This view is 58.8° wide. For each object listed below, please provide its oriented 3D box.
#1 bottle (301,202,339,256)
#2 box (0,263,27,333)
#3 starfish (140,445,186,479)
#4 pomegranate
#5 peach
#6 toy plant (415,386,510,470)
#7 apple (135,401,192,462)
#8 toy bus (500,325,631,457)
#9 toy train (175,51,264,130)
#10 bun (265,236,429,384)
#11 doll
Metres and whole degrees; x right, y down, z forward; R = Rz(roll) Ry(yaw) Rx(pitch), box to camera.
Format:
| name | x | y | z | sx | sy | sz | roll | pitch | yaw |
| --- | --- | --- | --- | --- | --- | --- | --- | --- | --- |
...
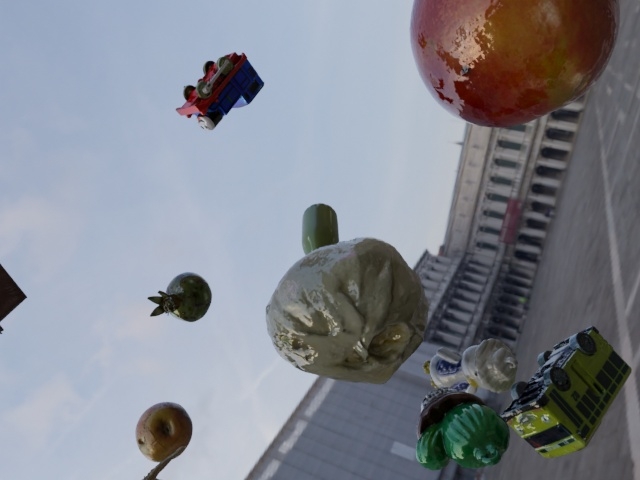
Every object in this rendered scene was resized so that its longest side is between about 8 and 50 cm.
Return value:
| name | x | y | z | sx | sy | sz | roll | pitch | yaw |
| --- | --- | --- | --- | --- | --- | --- | --- | --- | --- |
| bottle | 0.000 | 0.000 | 1.673 | 0.260 | 0.112 | 0.112 | -92 | 1 | -53 |
| box | -0.525 | 0.021 | 0.741 | 0.086 | 0.215 | 0.215 | -56 | -38 | -39 |
| starfish | -0.431 | 0.598 | 1.346 | 0.295 | 0.048 | 0.231 | -43 | -18 | -22 |
| pomegranate | -0.430 | 0.173 | 1.738 | 0.220 | 0.156 | 0.156 | 5 | -79 | -46 |
| peach | 0.337 | -0.402 | 1.040 | 0.388 | 0.389 | 0.387 | 16 | -90 | -70 |
| toy plant | 0.207 | 0.293 | 0.868 | 0.200 | 0.143 | 0.105 | -111 | 0 | -83 |
| apple | -0.388 | 0.474 | 1.421 | 0.146 | 0.147 | 0.146 | 16 | -90 | -70 |
| toy bus | 0.490 | 0.302 | 1.127 | 0.262 | 0.150 | 0.128 | -33 | -13 | -37 |
| toy train | -0.232 | -0.345 | 1.329 | 0.131 | 0.083 | 0.203 | 52 | -123 | -36 |
| bun | 0.067 | 0.181 | 1.222 | 0.219 | 0.366 | 0.364 | -107 | 13 | -51 |
| doll | 0.344 | 0.299 | 1.316 | 0.119 | 0.138 | 0.293 | -36 | 2 | -32 |
